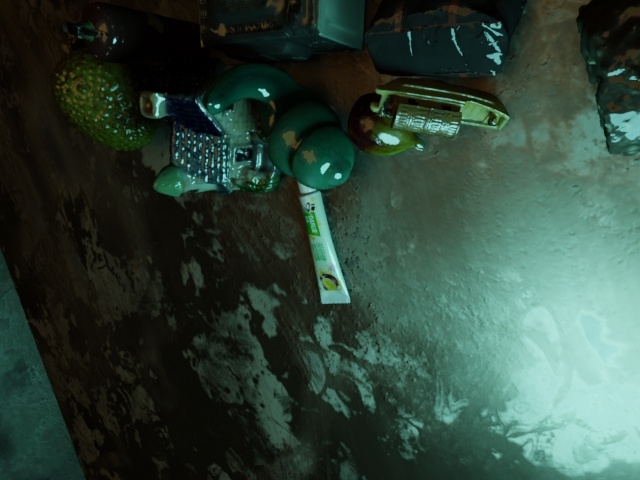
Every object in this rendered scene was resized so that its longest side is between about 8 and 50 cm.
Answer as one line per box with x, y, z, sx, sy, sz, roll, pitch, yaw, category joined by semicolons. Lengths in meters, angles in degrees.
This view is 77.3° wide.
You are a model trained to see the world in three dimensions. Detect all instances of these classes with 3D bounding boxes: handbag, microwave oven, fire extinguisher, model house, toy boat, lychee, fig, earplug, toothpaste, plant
0.196;-0.353;0.621;0.215;0.155;0.169;14;70;29;handbag
-0.082;-0.477;0.764;0.295;0.181;0.237;12;108;31;microwave oven
-0.404;-0.450;0.892;0.135;0.337;0.114;23;117;26;fire extinguisher
-0.249;-0.244;0.890;0.243;0.284;0.298;20;114;34;model house
0.196;-0.214;0.667;0.226;0.068;0.088;10;70;0;toy boat
-0.570;-0.399;1.074;0.270;0.270;0.320;-12;134;36;lychee
0.127;-0.211;0.753;0.155;0.103;0.109;18;103;0;fig
-0.052;-0.216;0.775;0.164;0.257;0.280;-47;67;9;earplug
0.000;0.000;0.927;0.058;0.056;0.314;-158;53;-73;toothpaste
0.474;-0.232;0.437;0.312;0.215;0.213;-11;93;33;plant
